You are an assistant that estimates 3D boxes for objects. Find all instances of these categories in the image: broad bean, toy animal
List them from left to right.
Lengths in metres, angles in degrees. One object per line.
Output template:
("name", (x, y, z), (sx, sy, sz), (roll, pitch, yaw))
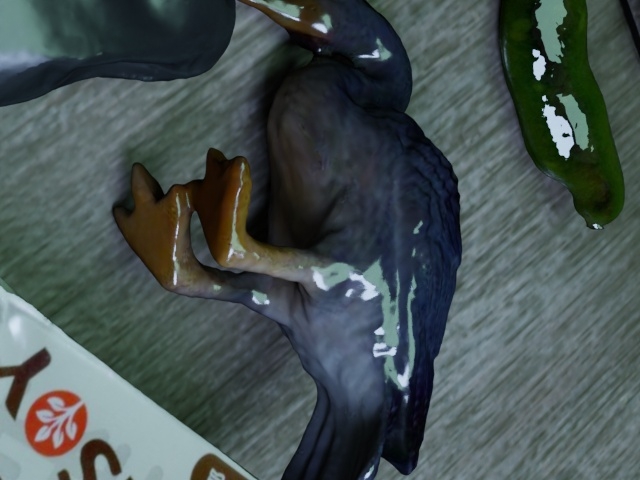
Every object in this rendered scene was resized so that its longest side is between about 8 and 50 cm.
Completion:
("toy animal", (0.000, 0.000, 1.067), (0.185, 0.122, 0.298), (-7, 77, -44))
("broad bean", (0.181, -0.159, 1.216), (0.144, 0.049, 0.292), (21, 98, -11))

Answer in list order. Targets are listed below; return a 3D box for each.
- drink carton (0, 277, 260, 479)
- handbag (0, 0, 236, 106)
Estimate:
("drink carton", (-0.159, 0.141, 0.933), (0.324, 0.132, 0.194), (44, 71, -43))
("handbag", (-0.133, -0.221, 0.956), (0.192, 0.075, 0.332), (-12, 105, -38))
